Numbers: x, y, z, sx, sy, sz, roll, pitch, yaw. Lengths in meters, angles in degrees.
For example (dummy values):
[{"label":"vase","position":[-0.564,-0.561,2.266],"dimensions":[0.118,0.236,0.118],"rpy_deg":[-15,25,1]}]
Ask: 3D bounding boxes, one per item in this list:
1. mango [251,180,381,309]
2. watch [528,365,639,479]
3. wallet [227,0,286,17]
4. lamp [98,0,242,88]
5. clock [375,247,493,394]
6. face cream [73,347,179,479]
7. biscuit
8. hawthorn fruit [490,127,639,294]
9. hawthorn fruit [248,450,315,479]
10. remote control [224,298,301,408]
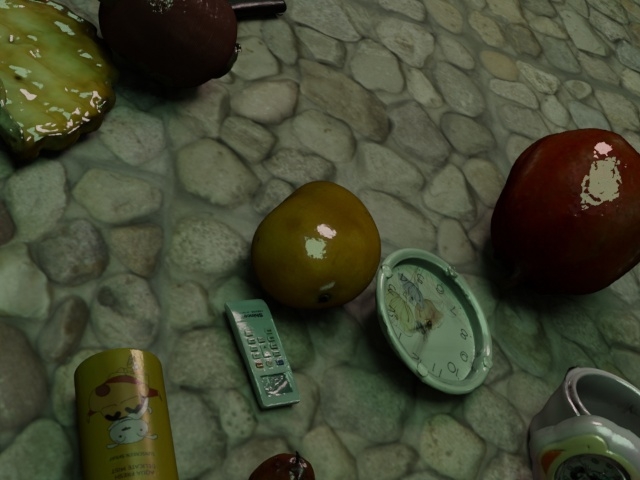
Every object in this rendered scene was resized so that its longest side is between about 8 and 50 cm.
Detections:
[{"label":"mango","position":[0.004,0.006,1.442],"dimensions":[0.175,0.139,0.254],"rpy_deg":[39,37,2]},{"label":"watch","position":[0.430,0.296,1.424],"dimensions":[0.248,0.210,0.217],"rpy_deg":[31,33,8]},{"label":"wallet","position":[-0.223,-0.459,1.789],"dimensions":[0.318,0.045,0.172],"rpy_deg":[-17,66,-42]},{"label":"lamp","position":[-0.244,-0.341,1.557],"dimensions":[0.258,0.180,0.180],"rpy_deg":[31,37,-39]},{"label":"clock","position":[0.159,0.123,1.479],"dimensions":[0.236,0.053,0.236],"rpy_deg":[24,50,-32]},{"label":"face cream","position":[-0.201,0.289,1.077],"dimensions":[0.105,0.105,0.348],"rpy_deg":[7,50,-28]},{"label":"biscuit","position":[-0.449,-0.248,1.435],"dimensions":[0.329,0.078,0.335],"rpy_deg":[13,47,-26]},{"label":"hawthorn fruit","position":[0.424,-0.047,1.652],"dimensions":[0.295,0.295,0.311],"rpy_deg":[48,40,14]},{"label":"hawthorn fruit","position":[-0.042,0.290,1.184],"dimensions":[0.081,0.093,0.081],"rpy_deg":[17,44,-17]},{"label":"remote control","position":[-0.080,0.150,1.338],"dimensions":[0.061,0.029,0.162],"rpy_deg":[-4,59,-32]}]
